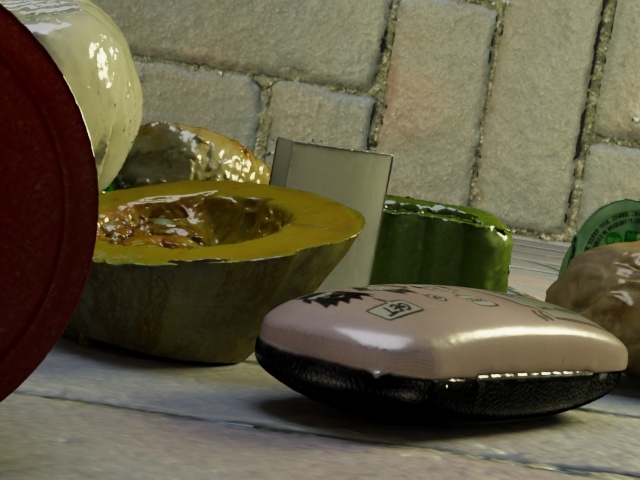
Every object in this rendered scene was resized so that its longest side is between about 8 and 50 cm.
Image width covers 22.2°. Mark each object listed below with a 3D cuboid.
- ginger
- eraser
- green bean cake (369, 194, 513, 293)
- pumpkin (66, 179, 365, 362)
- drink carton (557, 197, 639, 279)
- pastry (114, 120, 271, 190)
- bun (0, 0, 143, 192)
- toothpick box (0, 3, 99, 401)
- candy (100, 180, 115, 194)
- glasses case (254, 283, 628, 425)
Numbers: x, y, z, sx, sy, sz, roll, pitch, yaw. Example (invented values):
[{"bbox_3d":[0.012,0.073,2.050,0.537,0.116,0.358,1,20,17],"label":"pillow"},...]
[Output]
[{"bbox_3d":[0.329,0.061,1.342,0.190,0.126,0.354,6,4,38],"label":"ginger"},{"bbox_3d":[0.000,0.000,1.244,0.104,0.150,0.023,6,8,-40],"label":"eraser"},{"bbox_3d":[0.065,0.013,1.492,0.214,0.113,0.200,9,5,-1],"label":"green bean cake"},{"bbox_3d":[-0.086,0.029,1.075,0.217,0.110,0.217,5,16,-1],"label":"pumpkin"},{"bbox_3d":[0.285,0.040,1.509,0.146,0.144,0.142,10,-2,-2],"label":"drink carton"},{"bbox_3d":[-0.142,-0.057,1.762,0.182,0.093,0.192,-1,-24,31],"label":"pastry"},{"bbox_3d":[-0.321,-0.092,1.333,0.365,0.219,0.365,-2,16,1],"label":"bun"},{"bbox_3d":[-0.243,-0.033,0.776,0.204,0.204,0.333,8,4,-22],"label":"toothpick box"},{"bbox_3d":[-0.357,-0.041,1.624,0.323,0.097,0.097,-1,9,-30],"label":"candy"},{"bbox_3d":[0.082,0.068,1.005,0.122,0.075,0.314,16,7,35],"label":"glasses case"}]
